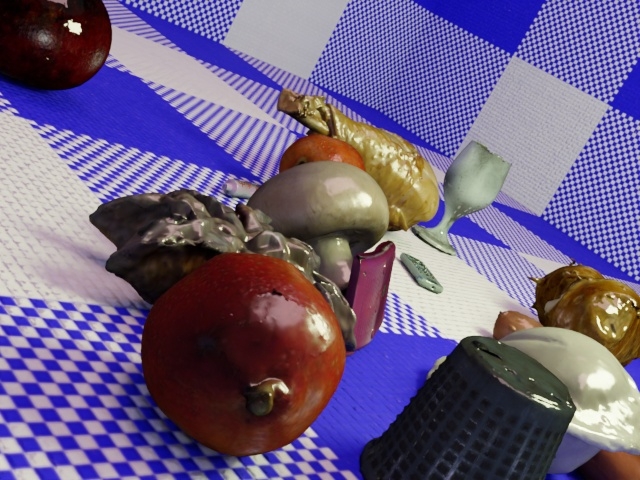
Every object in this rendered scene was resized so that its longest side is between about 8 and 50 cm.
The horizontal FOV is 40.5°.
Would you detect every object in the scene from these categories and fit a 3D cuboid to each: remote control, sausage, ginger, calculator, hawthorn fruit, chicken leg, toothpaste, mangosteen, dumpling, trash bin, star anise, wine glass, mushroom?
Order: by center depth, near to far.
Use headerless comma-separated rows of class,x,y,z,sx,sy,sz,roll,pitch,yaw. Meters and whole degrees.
hawthorn fruit,-0.062,0.099,0.707,0.169,0.169,0.188,25,18,-17
trash bin,0.146,0.182,0.804,0.175,0.161,0.175,26,16,-8
star anise,-0.093,0.031,0.950,0.331,0.118,0.332,33,13,-8
dumpling,0.234,0.191,1.018,0.226,0.243,0.175,-2,70,-33
sausage,0.355,0.272,1.070,0.077,0.077,0.194,19,16,-34
calculator,0.064,0.069,1.098,0.034,0.127,0.190,12,10,16
mushroom,0.000,0.000,1.159,0.204,0.204,0.204,27,14,-8
sausage,0.386,0.205,1.360,0.078,0.078,0.304,15,19,-45
mangosteen,-0.439,-0.379,1.393,0.235,0.261,0.235,27,17,-9
toothpaste,-0.118,-0.083,1.469,0.045,0.028,0.170,42,14,20
hawthorn fruit,0.009,-0.073,1.470,0.165,0.165,0.285,25,25,-16
ginger,0.470,0.134,1.561,0.254,0.176,0.418,31,9,23
remote control,0.182,0.058,1.574,0.053,0.018,0.124,24,15,-22
chicken leg,0.041,-0.164,1.713,0.409,0.182,0.295,33,-5,-37
wine glass,0.311,-0.094,1.899,0.126,0.241,0.126,30,14,-8
